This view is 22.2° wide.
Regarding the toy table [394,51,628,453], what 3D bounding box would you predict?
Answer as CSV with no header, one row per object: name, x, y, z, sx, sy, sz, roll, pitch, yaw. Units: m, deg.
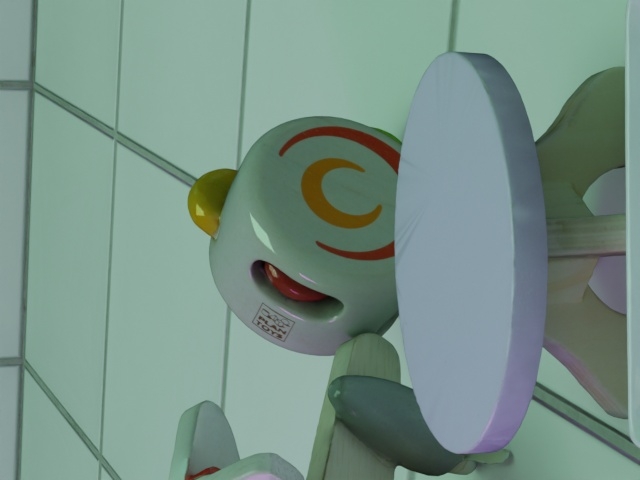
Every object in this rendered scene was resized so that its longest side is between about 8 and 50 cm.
toy table,0.159,0.007,1.153,0.252,0.161,0.274,-166,77,-66

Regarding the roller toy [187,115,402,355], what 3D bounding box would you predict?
roller toy,0.000,0.000,1.467,0.191,0.209,0.146,68,150,27

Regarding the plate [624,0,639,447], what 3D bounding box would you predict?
plate,0.257,-0.007,0.859,0.277,0.045,0.278,-174,81,-66

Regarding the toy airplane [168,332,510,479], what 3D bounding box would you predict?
toy airplane,0.035,0.275,1.274,0.384,0.272,0.386,-9,-92,-69
